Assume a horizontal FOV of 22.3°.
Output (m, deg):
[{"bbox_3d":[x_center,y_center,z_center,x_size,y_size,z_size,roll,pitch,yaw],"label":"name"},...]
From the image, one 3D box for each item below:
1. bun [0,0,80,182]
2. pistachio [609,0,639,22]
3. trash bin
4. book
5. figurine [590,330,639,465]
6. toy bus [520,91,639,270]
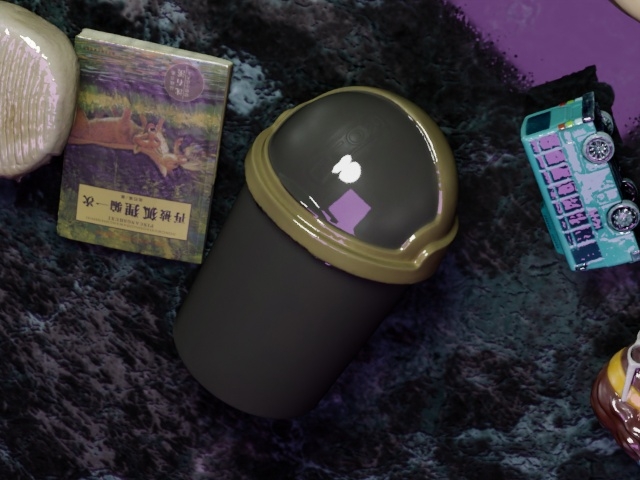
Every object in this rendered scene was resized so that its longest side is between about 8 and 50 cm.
[{"bbox_3d":[-0.307,-0.151,1.609,0.166,0.113,0.173,38,117,-1],"label":"bun"},{"bbox_3d":[0.309,-0.316,1.312,0.445,0.281,0.365,41,154,-14],"label":"pistachio"},{"bbox_3d":[0.000,0.000,1.572,0.214,0.214,0.334,32,121,-6],"label":"trash bin"},{"bbox_3d":[-0.182,-0.092,1.663,0.160,0.024,0.228,12,116,2],"label":"book"},{"bbox_3d":[0.385,0.189,1.624,0.240,0.175,0.116,28,126,12],"label":"figurine"},{"bbox_3d":[0.255,-0.051,1.573,0.092,0.079,0.160,-18,110,17],"label":"toy bus"}]
